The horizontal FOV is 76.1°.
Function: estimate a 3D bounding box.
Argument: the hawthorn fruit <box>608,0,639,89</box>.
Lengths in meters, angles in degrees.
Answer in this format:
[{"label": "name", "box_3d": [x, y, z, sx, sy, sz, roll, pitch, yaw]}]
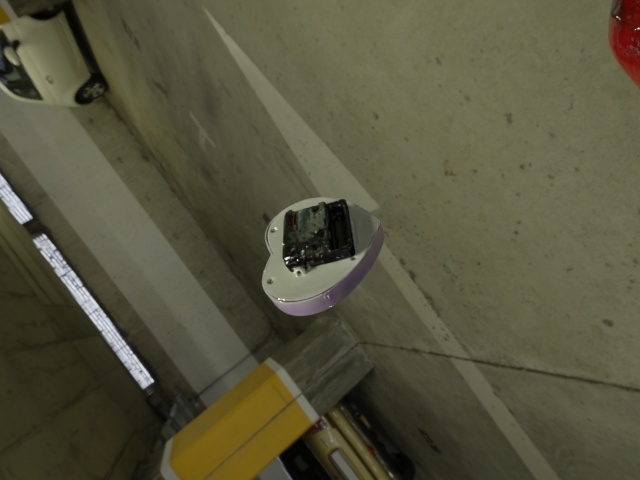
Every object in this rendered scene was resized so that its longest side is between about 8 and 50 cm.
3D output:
[{"label": "hawthorn fruit", "box_3d": [0.592, -0.355, 0.627, 0.368, 0.285, 0.284, 13, 170, -17]}]

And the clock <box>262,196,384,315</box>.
[{"label": "clock", "box_3d": [0.000, 0.000, 0.561, 0.198, 0.172, 0.064, -93, -18, -45]}]
